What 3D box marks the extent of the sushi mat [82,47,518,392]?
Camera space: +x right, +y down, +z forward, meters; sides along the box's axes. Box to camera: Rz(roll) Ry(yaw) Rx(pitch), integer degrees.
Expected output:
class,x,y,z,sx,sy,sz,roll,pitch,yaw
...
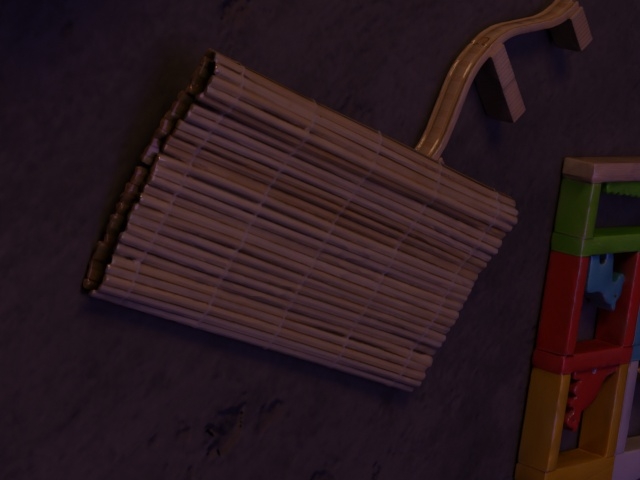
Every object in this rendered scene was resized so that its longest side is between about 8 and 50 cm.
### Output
class,x,y,z,sx,sy,sz,roll,pitch,yaw
sushi mat,0.000,0.000,1.095,0.316,0.019,0.151,21,100,-49

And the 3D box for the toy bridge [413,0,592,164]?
class,x,y,z,sx,sy,sz,roll,pitch,yaw
toy bridge,0.118,-0.108,1.206,0.188,0.026,0.063,-47,132,-26

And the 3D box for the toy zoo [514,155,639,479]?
class,x,y,z,sx,sy,sz,roll,pitch,yaw
toy zoo,0.231,0.081,1.392,0.192,0.030,0.293,-3,104,-48
